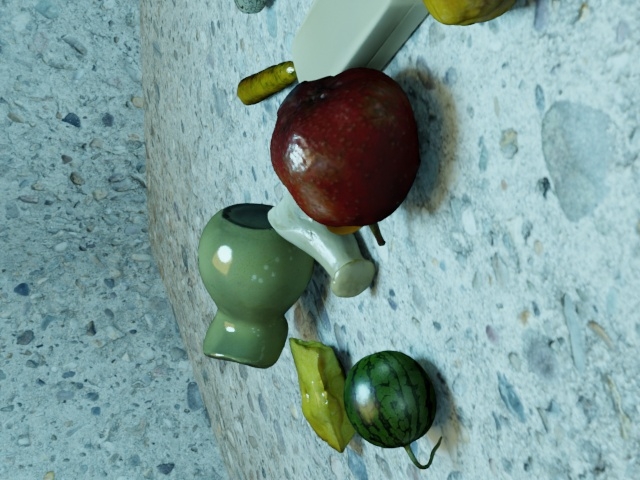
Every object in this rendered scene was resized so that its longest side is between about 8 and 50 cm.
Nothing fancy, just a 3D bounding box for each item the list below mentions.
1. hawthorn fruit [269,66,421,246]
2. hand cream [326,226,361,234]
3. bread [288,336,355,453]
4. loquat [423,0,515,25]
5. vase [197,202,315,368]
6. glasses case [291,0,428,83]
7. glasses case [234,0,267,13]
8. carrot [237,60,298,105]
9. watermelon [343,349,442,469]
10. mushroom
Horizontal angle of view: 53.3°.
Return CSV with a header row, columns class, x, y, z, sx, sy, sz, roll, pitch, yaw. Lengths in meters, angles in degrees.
class,x,y,z,sx,sy,sz,roll,pitch,yaw
hawthorn fruit,0.040,-0.105,0.925,0.230,0.210,0.265,26,138,56
hand cream,-0.005,-0.131,1.159,0.314,0.089,0.139,-117,29,-43
bread,0.008,0.310,1.317,0.161,0.088,0.232,-161,60,-70
loquat,0.162,-0.292,0.674,0.137,0.113,0.137,30,145,24
vase,-0.130,0.071,1.377,0.329,0.241,0.302,-62,-19,-67
glasses case,0.050,-0.323,0.956,0.336,0.076,0.143,143,114,-65
glasses case,-0.120,-0.600,1.224,0.354,0.085,0.137,116,137,-55
carrot,-0.108,-0.335,1.335,0.314,0.066,0.066,-174,75,-66
watermelon,0.115,0.261,0.976,0.187,0.141,0.140,66,154,22
mushroom,0.006,-0.005,1.158,0.247,0.108,0.096,47,140,31
